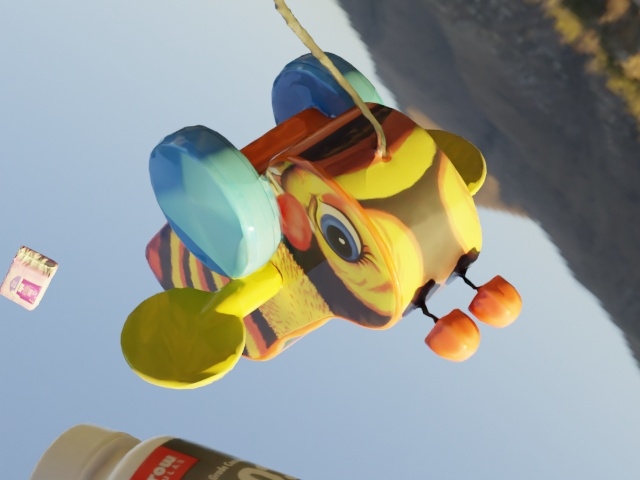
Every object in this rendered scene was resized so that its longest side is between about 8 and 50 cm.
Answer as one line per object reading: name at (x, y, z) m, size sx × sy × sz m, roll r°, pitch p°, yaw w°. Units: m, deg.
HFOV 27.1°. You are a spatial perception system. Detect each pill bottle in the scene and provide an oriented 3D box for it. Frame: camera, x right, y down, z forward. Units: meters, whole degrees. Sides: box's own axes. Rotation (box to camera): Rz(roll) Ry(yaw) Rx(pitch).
pill bottle at (-0.085, 0.246, 1.030) m, size 0.283 × 0.161 × 0.161 m, roll 15°, pitch -177°, yaw 21°

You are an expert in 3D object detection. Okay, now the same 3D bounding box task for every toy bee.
toy bee at (0.000, 0.000, 0.577) m, size 0.162 × 0.195 × 0.298 m, roll 51°, pitch 173°, yaw 11°

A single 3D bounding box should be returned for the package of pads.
package of pads at (-0.349, 0.044, 1.588) m, size 0.050 × 0.083 × 0.032 m, roll 30°, pitch -131°, yaw -7°
